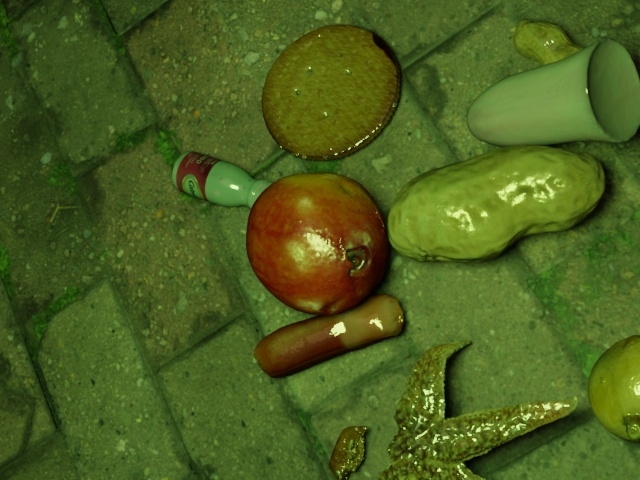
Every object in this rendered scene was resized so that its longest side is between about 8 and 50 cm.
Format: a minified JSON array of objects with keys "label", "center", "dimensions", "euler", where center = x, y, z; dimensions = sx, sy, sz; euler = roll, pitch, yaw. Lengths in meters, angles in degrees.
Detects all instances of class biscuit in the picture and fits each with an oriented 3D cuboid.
[{"label":"biscuit","center":[0.019,-0.300,1.774],"dimensions":[0.305,0.038,0.305],"euler":[-6,73,21]}]

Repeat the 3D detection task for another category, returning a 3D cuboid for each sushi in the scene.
[{"label":"sushi","center":[0.054,0.385,1.579],"dimensions":[0.060,0.061,0.118],"euler":[24,113,26]}]

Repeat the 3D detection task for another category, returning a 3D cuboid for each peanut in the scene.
[{"label":"peanut","center":[0.299,-0.062,1.521],"dimensions":[0.387,0.169,0.192],"euler":[-18,36,17]},{"label":"peanut","center":[0.428,-0.339,1.597],"dimensions":[0.089,0.089,0.192],"euler":[-43,61,7]}]

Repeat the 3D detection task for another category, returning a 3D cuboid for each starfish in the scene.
[{"label":"starfish","center":[0.220,0.366,1.488],"dimensions":[0.384,0.132,0.398],"euler":[11,85,20]}]

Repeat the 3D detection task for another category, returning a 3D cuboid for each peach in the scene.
[{"label":"peach","center":[0.000,0.000,1.590],"dimensions":[0.281,0.238,0.280],"euler":[-19,48,23]}]

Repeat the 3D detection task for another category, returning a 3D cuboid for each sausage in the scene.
[{"label":"sausage","center":[0.016,0.178,1.633],"dimensions":[0.300,0.083,0.089],"euler":[-21,64,13]}]

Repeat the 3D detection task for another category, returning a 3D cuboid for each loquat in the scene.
[{"label":"loquat","center":[0.504,0.239,1.369],"dimensions":[0.149,0.204,0.172],"euler":[37,125,-4]}]

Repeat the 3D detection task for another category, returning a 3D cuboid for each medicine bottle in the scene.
[{"label":"medicine bottle","center":[-0.195,-0.115,1.785],"dimensions":[0.217,0.090,0.090],"euler":[19,85,25]}]

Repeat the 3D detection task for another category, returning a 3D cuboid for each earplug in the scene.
[{"label":"earplug","center":[0.380,-0.233,1.525],"dimensions":[0.301,0.172,0.172],"euler":[-6,73,48]}]
